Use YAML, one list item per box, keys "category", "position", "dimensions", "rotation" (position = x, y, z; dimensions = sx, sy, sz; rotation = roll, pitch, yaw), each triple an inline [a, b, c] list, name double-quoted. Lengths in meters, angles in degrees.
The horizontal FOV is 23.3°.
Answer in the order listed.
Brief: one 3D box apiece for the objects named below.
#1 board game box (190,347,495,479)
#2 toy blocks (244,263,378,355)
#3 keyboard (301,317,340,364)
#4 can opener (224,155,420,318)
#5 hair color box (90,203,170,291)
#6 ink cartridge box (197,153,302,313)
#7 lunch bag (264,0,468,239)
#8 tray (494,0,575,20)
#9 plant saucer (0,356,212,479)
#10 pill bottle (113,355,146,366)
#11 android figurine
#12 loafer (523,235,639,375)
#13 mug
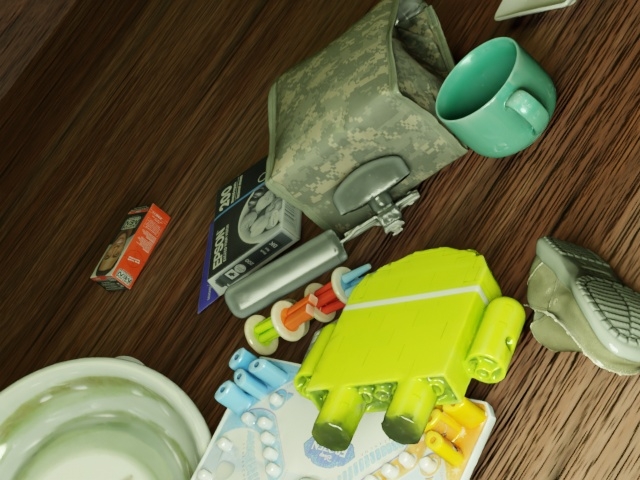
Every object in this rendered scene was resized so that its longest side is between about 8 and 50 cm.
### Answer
- category: "board game box"
  position: [-0.045, 0.306, 1.619]
  dimensions: [0.390, 0.050, 0.390]
  rotation: [6, 63, 49]
- category: "toy blocks"
  position: [-0.006, 0.078, 1.877]
  dimensions: [0.148, 0.054, 0.123]
  rotation: [-32, -4, 38]
- category: "keyboard"
  position: [0.055, 0.094, 1.808]
  dimensions: [0.256, 0.014, 0.072]
  rotation: [-34, 19, 48]
- category: "can opener"
  position: [0.000, 0.000, 1.930]
  dimensions: [0.280, 0.093, 0.074]
  rotation: [-34, -5, 1]
- category: "hair color box"
  position: [-0.303, 0.011, 2.483]
  dimensions: [0.072, 0.043, 0.141]
  rotation: [-8, 49, 52]
- category: "ink cartridge box"
  position: [-0.110, -0.022, 2.230]
  dimensions: [0.208, 0.045, 0.206]
  rotation: [-37, 30, 28]
- category: "lunch bag"
  position: [0.057, -0.181, 2.041]
  dimensions: [0.235, 0.169, 0.287]
  rotation: [-35, 35, 28]
- category: "tray"
  position: [0.336, -0.394, 2.040]
  dimensions: [0.145, 0.030, 0.270]
  rotation: [-2, 53, 55]
- category: "plant saucer"
  position: [-0.291, 0.341, 1.877]
  dimensions: [0.401, 0.100, 0.400]
  rotation: [-10, 59, 16]
- category: "pill bottle"
  position: [-0.324, 0.240, 2.135]
  dimensions: [0.208, 0.119, 0.119]
  rotation: [-30, 33, 35]
- category: "android figurine"
  position: [0.090, 0.102, 1.591]
  dimensions: [0.248, 0.056, 0.273]
  rotation: [-12, 34, 33]
- category: "loafer"
  position: [0.260, 0.077, 1.505]
  dimensions: [0.251, 0.094, 0.087]
  rotation: [-108, 36, -70]
- category: "mug"
  position: [0.216, -0.154, 1.839]
  dimensions: [0.129, 0.097, 0.157]
  rotation: [-34, 31, 28]
